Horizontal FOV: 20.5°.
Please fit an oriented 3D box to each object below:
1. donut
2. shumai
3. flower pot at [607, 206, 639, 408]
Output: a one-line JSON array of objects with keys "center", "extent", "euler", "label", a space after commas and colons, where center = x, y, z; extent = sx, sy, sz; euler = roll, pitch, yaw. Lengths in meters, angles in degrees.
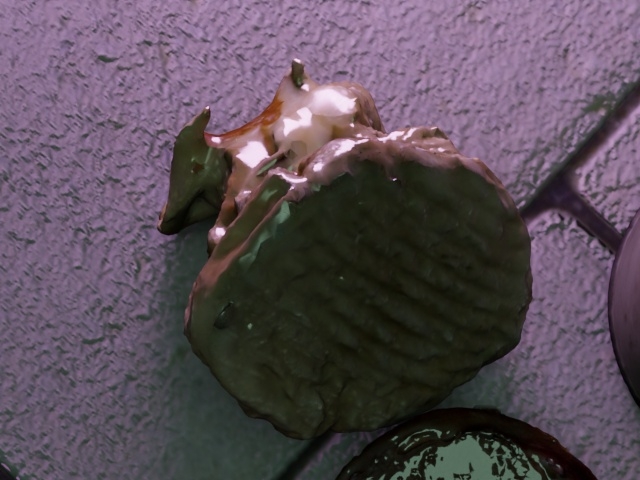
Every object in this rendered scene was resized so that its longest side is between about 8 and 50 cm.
[{"center": [0.118, 0.265, 1.409], "extent": [0.269, 0.103, 0.270], "euler": [0, 83, 3], "label": "donut"}, {"center": [0.000, 0.000, 1.436], "extent": [0.314, 0.262, 0.267], "euler": [12, 110, -35], "label": "shumai"}, {"center": [0.381, 0.030, 1.319], "extent": [0.293, 0.330, 0.294], "euler": [0, 80, 2], "label": "flower pot"}]
